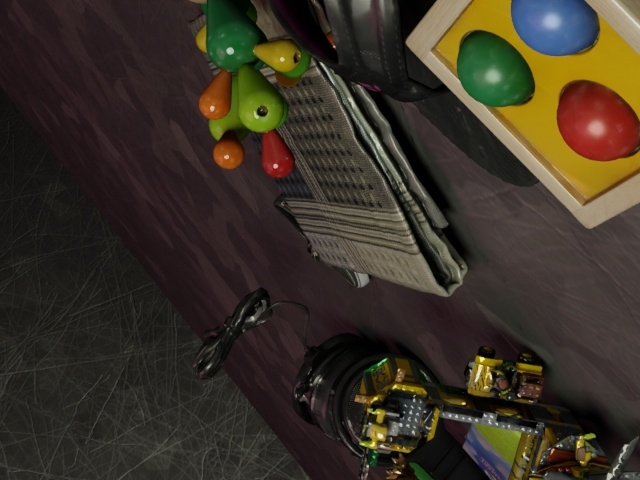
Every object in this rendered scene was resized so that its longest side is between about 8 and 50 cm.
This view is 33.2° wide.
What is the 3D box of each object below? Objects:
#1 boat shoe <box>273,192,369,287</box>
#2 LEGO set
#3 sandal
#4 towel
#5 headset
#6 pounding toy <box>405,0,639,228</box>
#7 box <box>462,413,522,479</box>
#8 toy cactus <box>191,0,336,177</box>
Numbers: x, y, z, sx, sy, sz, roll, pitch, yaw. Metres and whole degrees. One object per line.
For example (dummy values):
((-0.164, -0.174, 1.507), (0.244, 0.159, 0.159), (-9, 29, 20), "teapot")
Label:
((0.000, 0.000, 1.209), (0.142, 0.040, 0.049), (54, 165, -1), "boat shoe")
((0.117, 0.269, 0.887), (0.255, 0.331, 0.192), (18, -167, -7), "LEGO set")
((-0.007, -0.207, 0.631), (0.445, 0.107, 0.167), (57, 164, -13), "sandal")
((0.002, -0.096, 1.000), (0.312, 0.056, 0.324), (60, 166, -14), "towel")
((0.032, 0.210, 1.310), (0.394, 0.185, 0.243), (46, 168, -20), "headset")
((0.151, -0.079, 0.430), (0.181, 0.094, 0.206), (46, 159, 0), "pounding toy")
((0.199, 0.209, 1.076), (0.109, 0.042, 0.178), (47, 163, 21), "box")
((-0.054, -0.152, 0.727), (0.219, 0.112, 0.180), (-87, -24, -55), "toy cactus")
